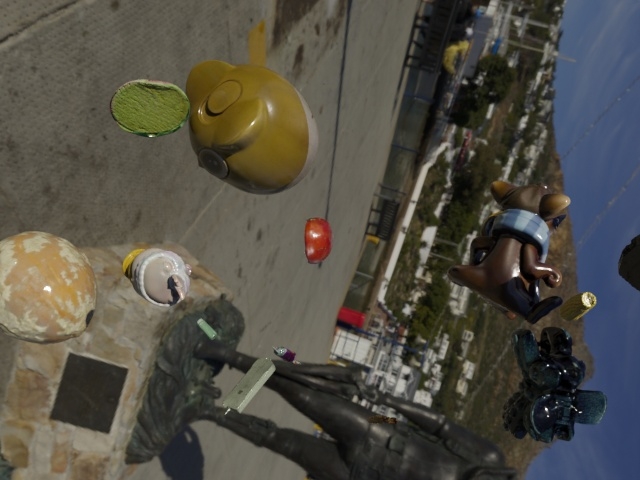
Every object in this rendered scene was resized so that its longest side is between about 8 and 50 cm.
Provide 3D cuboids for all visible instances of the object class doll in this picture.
[{"bbox_3d":[0.482,0.026,1.143,0.318,0.209,0.340,8,-111,56],"label":"doll"},{"bbox_3d":[-0.199,0.046,0.606,0.084,0.127,0.073,-9,109,-46],"label":"doll"}]

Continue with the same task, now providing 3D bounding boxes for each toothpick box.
[{"bbox_3d":[-0.232,-0.366,1.552,0.425,0.409,0.409,33,76,-65],"label":"toothpick box"}]

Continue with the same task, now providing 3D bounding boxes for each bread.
[{"bbox_3d":[-0.499,-0.391,1.368,0.228,0.228,0.033,90,-15,-62],"label":"bread"}]

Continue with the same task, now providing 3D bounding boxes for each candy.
[{"bbox_3d":[-0.119,0.397,1.616,0.043,0.045,0.175,-62,145,-16],"label":"candy"}]

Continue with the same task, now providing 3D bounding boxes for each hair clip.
[{"bbox_3d":[0.575,0.380,1.178,0.206,0.194,0.310,-114,-158,-74],"label":"hair clip"}]

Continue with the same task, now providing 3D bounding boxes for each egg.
[{"bbox_3d":[-0.540,0.091,0.898,0.203,0.245,0.203,-41,160,-18],"label":"egg"}]

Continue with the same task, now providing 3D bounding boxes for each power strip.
[{"bbox_3d":[-0.229,0.466,1.480,0.227,0.080,0.029,-47,126,-35],"label":"power strip"}]

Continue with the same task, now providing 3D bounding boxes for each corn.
[{"bbox_3d":[0.840,0.219,1.524,0.206,0.067,0.067,71,39,-67],"label":"corn"}]

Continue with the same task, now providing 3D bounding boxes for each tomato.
[{"bbox_3d":[0.000,0.000,1.733,0.189,0.099,0.173,-40,126,-76],"label":"tomato"}]

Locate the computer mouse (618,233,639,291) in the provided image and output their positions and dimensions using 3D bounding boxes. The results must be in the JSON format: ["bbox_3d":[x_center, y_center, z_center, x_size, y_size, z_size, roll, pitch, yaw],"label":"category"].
[{"bbox_3d":[0.629,0.076,0.803,0.073,0.217,0.122,-24,155,-29],"label":"computer mouse"}]

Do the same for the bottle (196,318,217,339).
[{"bbox_3d":[-0.406,0.316,1.655,0.030,0.083,0.030,-44,165,-15],"label":"bottle"}]

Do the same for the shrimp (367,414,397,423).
[{"bbox_3d":[0.194,0.533,1.378,0.127,0.091,0.025,124,-30,-63],"label":"shrimp"}]
